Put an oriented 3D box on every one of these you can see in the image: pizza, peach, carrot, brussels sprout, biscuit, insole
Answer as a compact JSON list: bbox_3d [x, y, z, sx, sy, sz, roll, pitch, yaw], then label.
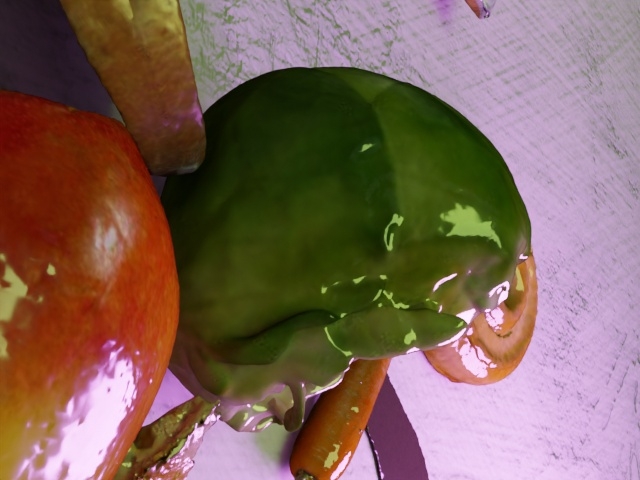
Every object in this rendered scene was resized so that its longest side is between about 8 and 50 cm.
[{"bbox_3d":[-0.170,0.215,0.809,0.147,0.069,0.226,-19,140,-49],"label":"pizza"},{"bbox_3d":[-0.231,0.063,0.672,0.306,0.242,0.380,39,53,-39],"label":"peach"},{"bbox_3d":[-0.170,-0.195,0.819,0.258,0.100,0.307,144,-72,-84],"label":"carrot"},{"bbox_3d":[0.000,0.000,0.965,0.315,0.371,0.276,50,-9,11],"label":"brussels sprout"},{"bbox_3d":[0.229,0.060,1.448,0.296,0.102,0.296,8,80,-53],"label":"biscuit"},{"bbox_3d":[0.027,0.189,1.159,0.067,0.067,0.225,57,44,-32],"label":"carrot"},{"bbox_3d":[0.091,0.256,1.295,0.111,0.007,0.327,-44,120,-50],"label":"insole"}]

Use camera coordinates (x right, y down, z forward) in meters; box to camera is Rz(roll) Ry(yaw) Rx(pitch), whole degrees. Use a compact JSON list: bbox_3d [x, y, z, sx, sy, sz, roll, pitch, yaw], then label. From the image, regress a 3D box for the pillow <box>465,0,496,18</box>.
[{"bbox_3d":[0.207,-0.530,1.496,0.310,0.119,0.312,46,49,-36],"label":"pillow"}]
